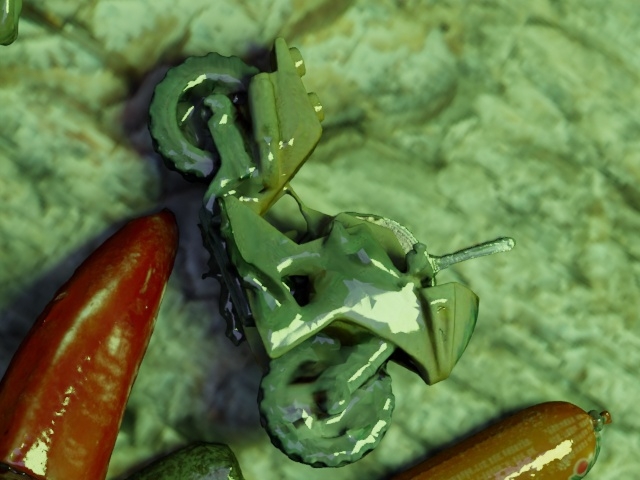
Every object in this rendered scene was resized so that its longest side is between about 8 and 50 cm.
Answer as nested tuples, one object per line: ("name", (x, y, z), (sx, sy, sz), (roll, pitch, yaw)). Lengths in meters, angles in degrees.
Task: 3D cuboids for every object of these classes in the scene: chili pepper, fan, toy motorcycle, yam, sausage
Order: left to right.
("chili pepper", (-0.114, 0.055, 0.994), (0.065, 0.088, 0.169), (13, 69, 30))
("yam", (-0.086, 0.141, 1.021), (0.094, 0.043, 0.043), (-30, 97, -4))
("toy motorcycle", (0.000, 0.000, 1.001), (0.130, 0.094, 0.229), (-21, 81, -8))
("sausage", (0.005, 0.175, 1.030), (0.348, 0.053, 0.053), (-27, 97, -6))
("fan", (0.044, 0.019, 1.050), (0.133, 0.005, 0.085), (-18, 95, -6))

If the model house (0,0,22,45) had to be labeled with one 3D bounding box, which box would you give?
("model house", (-0.276, -0.104, 0.844), (0.280, 0.312, 0.245), (5, 90, -7))
